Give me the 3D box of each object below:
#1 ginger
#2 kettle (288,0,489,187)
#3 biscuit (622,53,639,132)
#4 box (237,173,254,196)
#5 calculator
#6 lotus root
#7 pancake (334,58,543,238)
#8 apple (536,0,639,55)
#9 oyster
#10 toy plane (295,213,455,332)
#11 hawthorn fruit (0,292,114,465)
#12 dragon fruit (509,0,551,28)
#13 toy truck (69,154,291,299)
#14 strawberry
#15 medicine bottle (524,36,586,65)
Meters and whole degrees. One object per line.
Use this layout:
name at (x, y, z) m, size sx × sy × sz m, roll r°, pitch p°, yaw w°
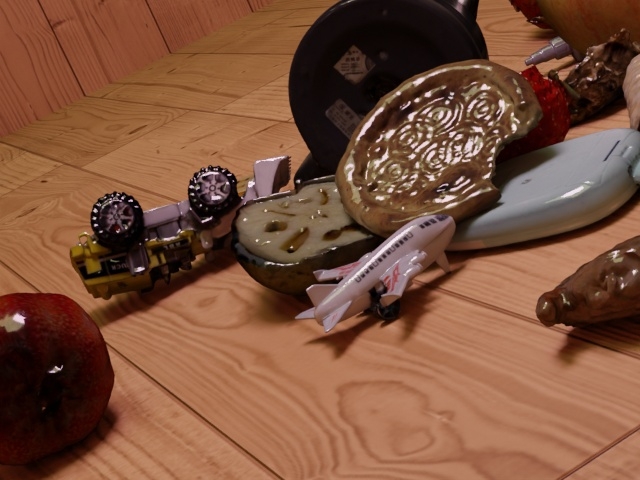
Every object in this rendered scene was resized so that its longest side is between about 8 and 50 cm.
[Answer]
ginger at (0.293, 0.023, 1.030) m, size 0.290 × 0.084 × 0.122 m, roll -15°, pitch -3°, yaw 40°
kettle at (0.079, -0.180, 1.757) m, size 0.321 × 0.228 × 0.324 m, roll -52°, pitch 1°, yaw 21°
biscuit at (0.349, -0.148, 1.492) m, size 0.219 × 0.055 × 0.061 m, roll -67°, pitch 2°, yaw -66°
box at (-0.119, -0.065, 1.946) m, size 0.149 × 0.020 × 0.073 m, roll -17°, pitch 19°, yaw 22°
calculator at (0.223, -0.052, 1.387) m, size 0.295 × 0.042 × 0.184 m, roll -14°, pitch 19°, yaw 35°
lotus root at (0.000, 0.002, 1.484) m, size 0.183 × 0.078 × 0.203 m, roll -7°, pitch 27°, yaw 9°
pancake at (0.115, -0.095, 1.429) m, size 0.212 × 0.029 × 0.235 m, roll 1°, pitch 53°, yaw 33°
apple at (0.388, -0.318, 1.719) m, size 0.261 × 0.194 × 0.261 m, roll -21°, pitch 19°, yaw 8°
oyster at (0.312, -0.173, 1.606) m, size 0.148 × 0.051 × 0.103 m, roll -37°, pitch -31°, yaw 21°
toy plane at (0.059, 0.032, 1.320) m, size 0.171 × 0.065 × 0.162 m, roll -27°, pitch 16°, yaw -17°
hawthorn fruit at (-0.287, 0.126, 1.357) m, size 0.169 × 0.169 × 0.188 m, roll -30°, pitch 18°, yaw -19°
dragon fruit at (0.384, -0.373, 2.016) m, size 0.246 × 0.125 × 0.125 m, roll -15°, pitch -13°, yaw 22°
toy truck at (-0.158, -0.013, 1.688) m, size 0.286 × 0.111 × 0.136 m, roll -19°, pitch -14°, yaw -6°
strawberry at (0.191, -0.115, 1.514) m, size 0.187 × 0.146 × 0.082 m, roll -23°, pitch 58°, yaw -2°
medicine bottle at (0.360, -0.275, 1.863) m, size 0.199 × 0.057 × 0.057 m, roll -25°, pitch 16°, yaw 1°
